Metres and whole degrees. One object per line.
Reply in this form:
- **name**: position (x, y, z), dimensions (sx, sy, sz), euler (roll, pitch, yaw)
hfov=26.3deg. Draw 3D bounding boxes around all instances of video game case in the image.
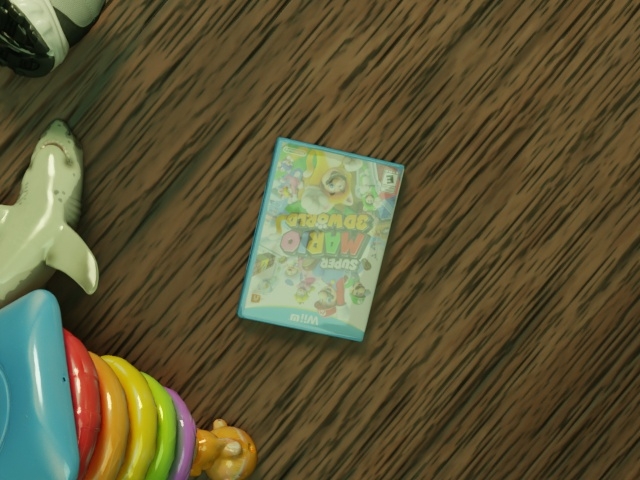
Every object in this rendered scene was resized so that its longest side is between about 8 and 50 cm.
- **video game case**: position (0.000, 0.000, 1.235), dimensions (0.119, 0.015, 0.166), euler (12, 97, -11)

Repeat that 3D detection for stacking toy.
- **stacking toy**: position (-0.166, 0.166, 1.149), dimensions (0.166, 0.175, 0.302), euler (-32, 148, 32)

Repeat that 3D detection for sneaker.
- **sneaker**: position (-0.289, -0.258, 1.117), dimensions (0.271, 0.100, 0.108), euler (47, 55, -6)

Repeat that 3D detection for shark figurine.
- **shark figurine**: position (-0.287, 0.041, 1.155), dimensions (0.278, 0.116, 0.166), euler (-35, 69, -11)
